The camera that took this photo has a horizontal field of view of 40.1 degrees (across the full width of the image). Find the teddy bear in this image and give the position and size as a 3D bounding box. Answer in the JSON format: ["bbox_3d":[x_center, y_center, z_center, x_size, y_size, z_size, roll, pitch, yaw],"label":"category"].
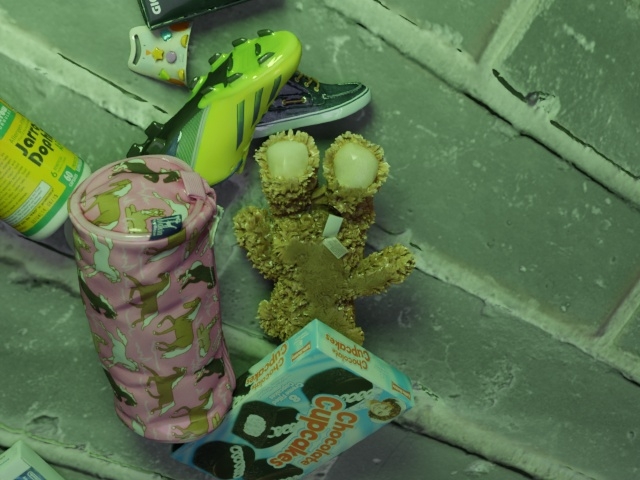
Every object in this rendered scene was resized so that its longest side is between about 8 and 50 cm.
[{"bbox_3d":[0.000,0.000,1.193,0.245,0.113,0.338,-14,120,7],"label":"teddy bear"}]

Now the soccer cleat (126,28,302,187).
[{"bbox_3d":[-0.118,-0.145,1.093,0.289,0.093,0.121,-40,125,20],"label":"soccer cleat"}]

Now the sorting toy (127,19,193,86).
[{"bbox_3d":[-0.199,-0.232,1.084,0.075,0.045,0.083,7,111,-1],"label":"sorting toy"}]

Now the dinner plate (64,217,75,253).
[{"bbox_3d":[-0.263,-0.003,1.141,0.141,0.017,0.141,-1,129,-1],"label":"dinner plate"}]

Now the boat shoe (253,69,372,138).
[{"bbox_3d":[-0.024,-0.195,1.139,0.183,0.065,0.083,-17,116,-10],"label":"boat shoe"}]

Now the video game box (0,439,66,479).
[{"bbox_3d":[-0.444,0.415,1.275,0.187,0.048,0.205,-35,119,1],"label":"video game box"}]

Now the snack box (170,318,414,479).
[{"bbox_3d":[-0.045,0.255,1.265,0.187,0.060,0.322,34,123,-27],"label":"snack box"}]

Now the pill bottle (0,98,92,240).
[{"bbox_3d":[-0.384,-0.101,1.029,0.208,0.117,0.117,39,96,-28],"label":"pill bottle"}]

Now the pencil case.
[{"bbox_3d":[-0.202,0.087,1.109,0.160,0.167,0.386,-45,147,-41],"label":"pencil case"}]

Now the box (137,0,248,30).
[{"bbox_3d":[-0.154,-0.379,1.023,0.175,0.051,0.220,-20,118,-10],"label":"box"}]
